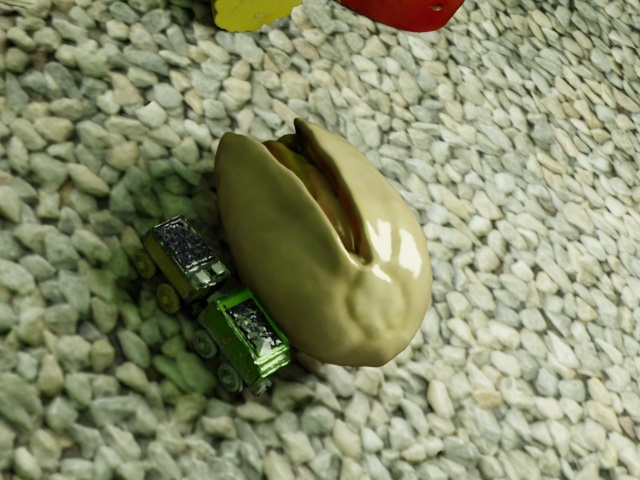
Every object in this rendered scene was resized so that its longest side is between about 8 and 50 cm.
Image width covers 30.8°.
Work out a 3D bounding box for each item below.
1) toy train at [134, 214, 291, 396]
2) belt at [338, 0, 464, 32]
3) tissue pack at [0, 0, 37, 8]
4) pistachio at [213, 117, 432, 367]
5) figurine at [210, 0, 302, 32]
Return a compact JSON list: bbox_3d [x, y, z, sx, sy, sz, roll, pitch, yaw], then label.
[{"bbox_3d":[-0.108,0.061,1.143,0.060,0.081,0.202,-27,73,-42],"label":"toy train"},{"bbox_3d":[0.073,-0.427,1.622,0.324,0.115,0.227,26,44,-16],"label":"belt"},{"bbox_3d":[-0.453,-0.331,1.200,0.325,0.071,0.170,13,23,-25],"label":"tissue pack"},{"bbox_3d":[0.000,0.000,1.205,0.187,0.187,0.299,-2,46,-34],"label":"pistachio"},{"bbox_3d":[-0.132,-0.436,1.467,0.168,0.187,0.315,-7,54,-48],"label":"figurine"}]
